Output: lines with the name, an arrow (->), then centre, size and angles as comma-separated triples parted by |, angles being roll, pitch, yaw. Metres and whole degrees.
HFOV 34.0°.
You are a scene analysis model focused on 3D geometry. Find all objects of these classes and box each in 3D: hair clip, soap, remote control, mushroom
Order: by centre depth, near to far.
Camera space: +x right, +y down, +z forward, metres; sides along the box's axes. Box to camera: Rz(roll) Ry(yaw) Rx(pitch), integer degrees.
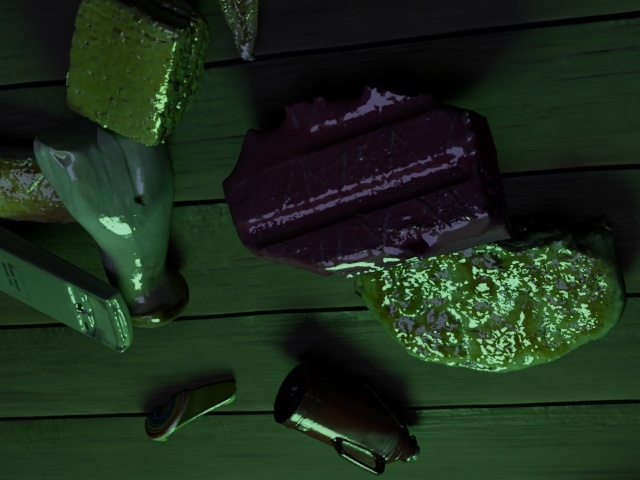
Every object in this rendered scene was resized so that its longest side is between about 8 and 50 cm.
soap -> 0.045, -0.063, 1.232 | 0.324, 0.127, 0.220 | -15, 77, 18
mushroom -> -0.260, -0.023, 1.375 | 0.159, 0.122, 0.329 | -11, 129, -6
remote control -> -0.376, 0.058, 1.447 | 0.285, 0.038, 0.123 | 22, 141, 24
hair clip -> -0.208, 0.266, 1.630 | 0.188, 0.060, 0.033 | -29, 133, 24

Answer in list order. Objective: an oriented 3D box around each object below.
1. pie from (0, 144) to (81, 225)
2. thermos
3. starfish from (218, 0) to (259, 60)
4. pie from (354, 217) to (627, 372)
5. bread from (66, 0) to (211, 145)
pie -> -0.418, -0.076, 1.410 | 0.282, 0.068, 0.129 | 6, 128, 2
thermos -> 0.050, 0.275, 1.545 | 0.232, 0.124, 0.099 | 30, 130, -20
starfish -> -0.123, -0.347, 1.157 | 0.231, 0.048, 0.295 | 13, 127, 2
pie -> 0.210, 0.054, 1.373 | 0.371, 0.078, 0.297 | 19, 127, -1
bread -> -0.211, -0.215, 1.220 | 0.138, 0.102, 0.196 | 25, 139, 3
